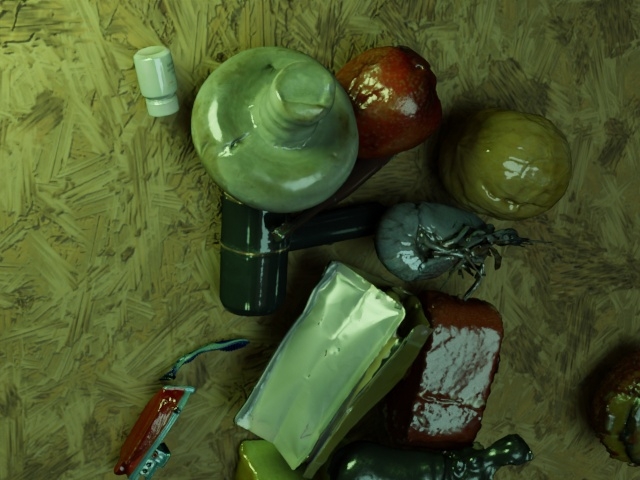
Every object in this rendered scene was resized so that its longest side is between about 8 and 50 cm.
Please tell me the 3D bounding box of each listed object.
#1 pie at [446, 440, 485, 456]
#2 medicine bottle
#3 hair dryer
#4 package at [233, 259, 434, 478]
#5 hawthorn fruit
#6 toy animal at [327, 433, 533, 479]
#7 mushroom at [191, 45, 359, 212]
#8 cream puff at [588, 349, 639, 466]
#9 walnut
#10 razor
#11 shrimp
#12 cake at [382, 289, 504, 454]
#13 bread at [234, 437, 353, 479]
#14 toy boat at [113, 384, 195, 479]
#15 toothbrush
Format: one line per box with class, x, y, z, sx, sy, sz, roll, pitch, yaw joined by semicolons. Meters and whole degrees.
pie;0.194;0.500;2.168;0.339;0.077;0.339;-42;149;-32
medicine bottle;-0.224;-0.219;1.681;0.052;0.052;0.089;-22;119;-25
hair dryer;0.000;0.000;1.898;0.352;0.107;0.189;-10;113;-36
package;0.046;0.218;1.910;0.221;0.165;0.311;25;100;-50
hawthorn fruit;0.091;-0.211;1.831;0.179;0.173;0.173;-4;117;9
toy animal;0.170;0.395;1.964;0.343;0.106;0.168;-1;106;-14
mushroom;-0.056;-0.166;1.686;0.243;0.243;0.243;-13;115;-29
cream puff;0.629;0.326;2.406;0.240;0.164;0.240;-27;130;-38
walnut;0.299;-0.126;1.979;0.222;0.195;0.195;13;101;-36
razor;-0.178;0.177;1.888;0.155;0.044;0.028;-23;94;-27
shrimp;0.229;0.011;1.973;0.343;0.145;0.116;2;149;-34
cake;0.197;0.221;2.057;0.151;0.177;0.283;8;99;-20
bread;0.025;0.507;1.950;0.233;0.362;0.245;3;109;-34
toy boat;-0.249;0.293;1.860;0.059;0.069;0.173;30;91;-24
toothbrush;0.044;-0.092;1.845;0.364;0.041;0.041;-41;129;-39
